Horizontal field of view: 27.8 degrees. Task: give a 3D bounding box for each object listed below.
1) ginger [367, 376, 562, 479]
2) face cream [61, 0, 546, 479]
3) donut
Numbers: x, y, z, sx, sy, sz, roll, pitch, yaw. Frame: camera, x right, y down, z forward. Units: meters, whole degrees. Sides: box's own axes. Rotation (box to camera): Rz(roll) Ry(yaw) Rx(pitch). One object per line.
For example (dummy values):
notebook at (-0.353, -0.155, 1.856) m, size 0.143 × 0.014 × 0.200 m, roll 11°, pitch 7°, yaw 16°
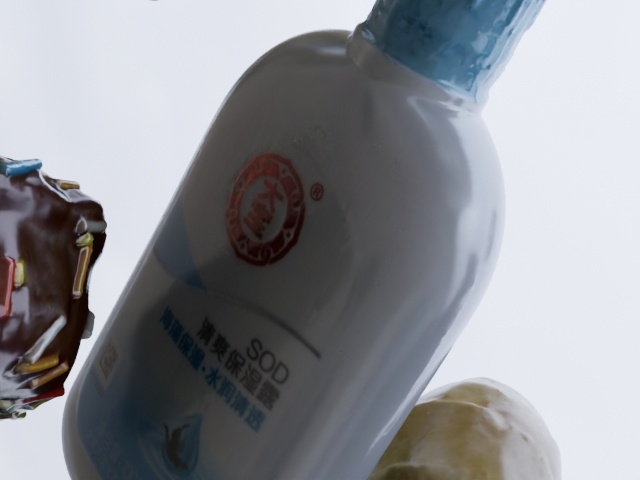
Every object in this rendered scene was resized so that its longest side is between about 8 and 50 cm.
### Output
ginger at (0.111, 0.211, 0.505) m, size 0.363 × 0.348 × 0.122 m, roll 13°, pitch -35°, yaw 32°
face cream at (0.000, 0.000, 0.552) m, size 0.163 × 0.080 × 0.337 m, roll 47°, pitch -64°, yaw 37°
donut at (-0.199, 0.027, 0.497) m, size 0.235 × 0.235 × 0.089 m, roll 141°, pitch -52°, yaw -64°
